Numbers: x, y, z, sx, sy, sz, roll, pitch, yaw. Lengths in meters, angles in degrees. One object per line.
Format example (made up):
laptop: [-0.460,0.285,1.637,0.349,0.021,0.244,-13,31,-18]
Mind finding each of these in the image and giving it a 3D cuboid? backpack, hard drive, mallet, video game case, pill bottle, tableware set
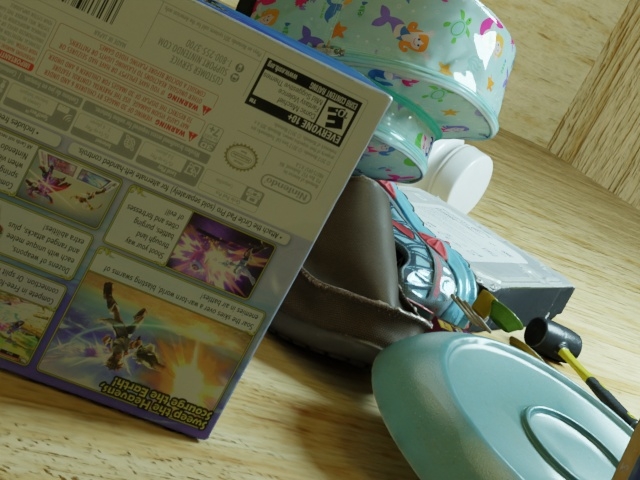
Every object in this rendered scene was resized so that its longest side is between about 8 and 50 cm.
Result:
backpack: [0.053,-0.164,1.581,0.253,0.191,0.225,4,-16,25]
hard drive: [0.140,0.014,1.868,0.237,0.064,0.339,34,11,22]
mallet: [0.286,0.146,1.723,0.062,0.039,0.190,22,18,-42]
video game case: [-0.131,-0.037,0.960,0.269,0.244,0.061,24,11,-26]
pill bottle: [0.107,-0.129,2.229,0.245,0.136,0.136,35,13,26]
tableware set: [0.188,0.100,1.511,0.154,0.024,0.104,50,-11,-26]

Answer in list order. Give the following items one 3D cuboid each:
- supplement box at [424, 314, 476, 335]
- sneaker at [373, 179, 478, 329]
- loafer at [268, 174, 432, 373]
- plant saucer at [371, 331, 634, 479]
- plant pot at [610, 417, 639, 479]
supplement box: [0.132,0.109,1.472,0.083,0.043,0.055,26,12,-11]
sneaker: [0.040,-0.004,1.601,0.125,0.104,0.262,14,18,-45]
loafer: [0.000,0.000,1.408,0.134,0.130,0.366,23,13,-28]
plant saucer: [0.177,0.166,1.184,0.317,0.044,0.317,32,19,-12]
plant pot: [0.281,0.208,0.944,0.212,0.236,0.236,17,15,-20]
